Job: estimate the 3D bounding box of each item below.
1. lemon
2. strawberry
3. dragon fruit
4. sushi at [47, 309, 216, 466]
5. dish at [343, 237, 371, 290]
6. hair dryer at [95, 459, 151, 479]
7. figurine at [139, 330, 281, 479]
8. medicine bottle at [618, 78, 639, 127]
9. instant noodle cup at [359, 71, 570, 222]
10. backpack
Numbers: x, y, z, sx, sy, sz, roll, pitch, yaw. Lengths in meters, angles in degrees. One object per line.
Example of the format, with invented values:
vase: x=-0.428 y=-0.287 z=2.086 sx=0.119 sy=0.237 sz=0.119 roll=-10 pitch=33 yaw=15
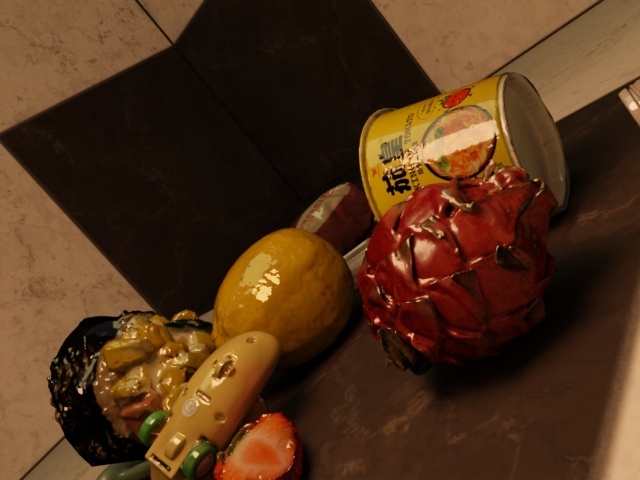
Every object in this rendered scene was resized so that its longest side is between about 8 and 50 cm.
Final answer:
lemon: x=-0.073 y=0.127 z=1.202 sx=0.285 sy=0.285 sz=0.316 roll=-34 pitch=32 yaw=33
strawberry: x=-0.076 y=0.324 z=0.856 sx=0.146 sy=0.082 sz=0.187 roll=-51 pitch=20 yaw=-28
dragon fruit: x=0.182 y=0.039 z=0.753 sx=0.299 sy=0.244 sz=0.244 roll=-45 pitch=7 yaw=19
sushi: x=-0.333 y=0.270 z=1.178 sx=0.285 sy=0.329 sz=0.328 roll=-34 pitch=-30 yaw=25
dish: x=0.113 y=0.047 z=1.457 sx=0.234 sy=0.064 sz=0.154 roll=-36 pitch=9 yaw=16
hair dryer: x=-0.382 y=0.499 z=1.334 sx=0.237 sy=0.075 sz=0.206 roll=-26 pitch=9 yaw=30
figurine: x=-0.165 y=0.305 z=0.994 sx=0.124 sy=0.222 sz=0.324 roll=23 pitch=71 yaw=30
medicine bottle: x=0.557 y=-0.240 z=0.838 sx=0.215 sy=0.135 sz=0.135 roll=-35 pitch=10 yaw=29
instant noodle cup: x=0.264 y=-0.129 z=1.022 sx=0.254 sy=0.325 sz=0.325 roll=-20 pitch=20 yaw=39
backpack: x=0.000 y=0.000 z=1.730 sx=0.283 sy=0.197 sz=0.317 roll=-48 pitch=7 yaw=-34
